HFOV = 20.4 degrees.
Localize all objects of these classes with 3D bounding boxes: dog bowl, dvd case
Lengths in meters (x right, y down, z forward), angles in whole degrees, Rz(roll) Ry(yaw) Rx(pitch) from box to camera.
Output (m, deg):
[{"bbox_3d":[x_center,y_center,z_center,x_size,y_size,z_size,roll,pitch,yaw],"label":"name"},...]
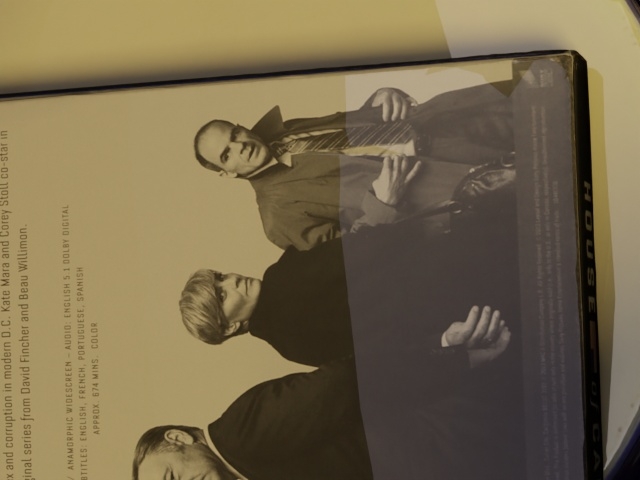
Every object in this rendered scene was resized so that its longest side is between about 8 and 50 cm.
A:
[{"bbox_3d":[0.000,0.000,0.598,0.265,0.104,0.265,-2,85,18],"label":"dog bowl"},{"bbox_3d":[-0.036,0.040,0.536,0.238,0.029,0.179,-3,85,18],"label":"dvd case"}]
